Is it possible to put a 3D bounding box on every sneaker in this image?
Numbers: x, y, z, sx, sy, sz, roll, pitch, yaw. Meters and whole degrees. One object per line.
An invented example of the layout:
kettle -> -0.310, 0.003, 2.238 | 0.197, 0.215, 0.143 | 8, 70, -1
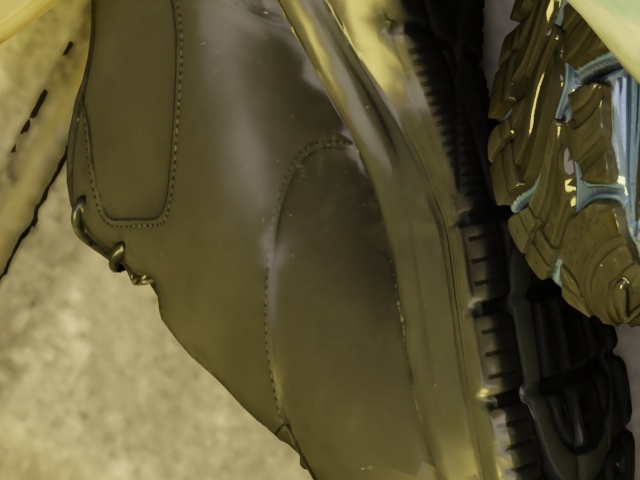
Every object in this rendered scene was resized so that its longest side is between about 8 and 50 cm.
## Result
sneaker -> 0.101, -0.078, 0.416 | 0.087, 0.083, 0.221 | 18, 64, -2
sneaker -> 0.000, 0.000, 0.471 | 0.130, 0.109, 0.286 | -22, 75, 23

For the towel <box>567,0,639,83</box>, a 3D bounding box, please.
towel -> 0.264, -0.091, 0.344 | 0.374, 0.090, 0.320 | -45, 96, -1

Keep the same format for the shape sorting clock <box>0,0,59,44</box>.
shape sorting clock -> -0.090, -0.144, 0.488 | 0.206, 0.040, 0.206 | -22, 55, 35
